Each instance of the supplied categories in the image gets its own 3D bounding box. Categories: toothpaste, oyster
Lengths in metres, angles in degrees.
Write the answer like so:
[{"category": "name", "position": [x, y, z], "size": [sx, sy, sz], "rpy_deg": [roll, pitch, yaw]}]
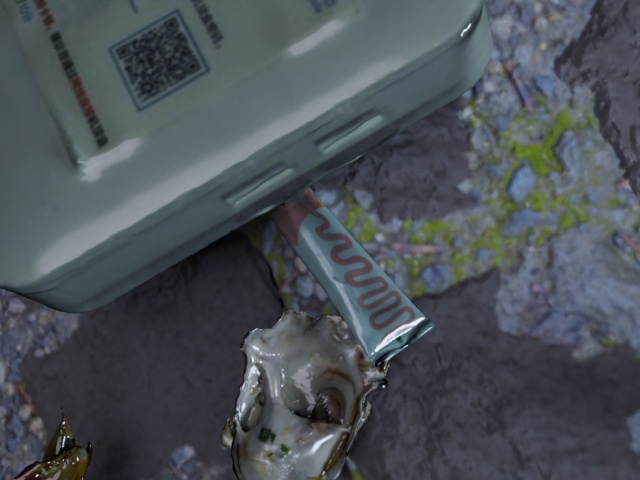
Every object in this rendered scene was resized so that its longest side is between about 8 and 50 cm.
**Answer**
[{"category": "toothpaste", "position": [0.000, 0.000, 0.583], "size": [0.056, 0.036, 0.205], "rpy_deg": [-32, 72, -21]}, {"category": "oyster", "position": [-0.022, 0.130, 0.566], "size": [0.108, 0.053, 0.165], "rpy_deg": [22, 82, -6]}]

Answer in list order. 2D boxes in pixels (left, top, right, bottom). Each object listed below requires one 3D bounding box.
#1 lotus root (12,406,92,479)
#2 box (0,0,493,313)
[{"category": "lotus root", "position": [-0.176, 0.266, 0.550], "size": [0.154, 0.154, 0.278], "rpy_deg": [-27, 74, 14]}, {"category": "box", "position": [-0.124, -0.196, 0.586], "size": [0.397, 0.111, 0.396], "rpy_deg": [-29, 71, 4]}]
